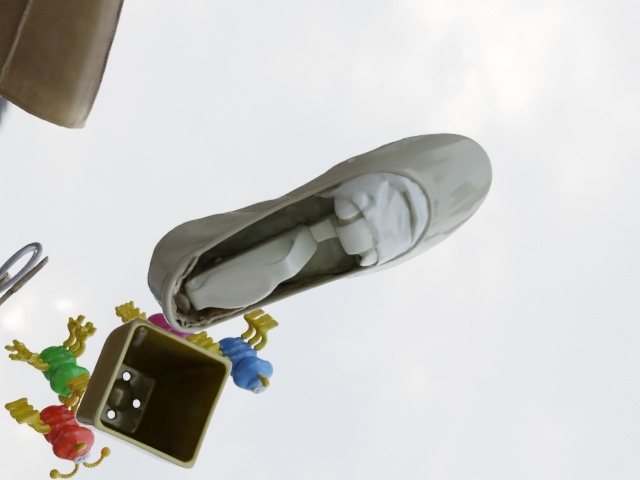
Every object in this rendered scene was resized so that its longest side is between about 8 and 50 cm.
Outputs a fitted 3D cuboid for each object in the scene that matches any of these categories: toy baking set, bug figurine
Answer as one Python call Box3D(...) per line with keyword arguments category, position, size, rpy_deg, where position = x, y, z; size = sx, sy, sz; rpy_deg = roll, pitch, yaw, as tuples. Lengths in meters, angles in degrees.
Box3D(category="toy baking set", position=(-0.356, 0.077, 1.931), size=(0.030, 0.197, 0.256), rpy_deg=(47, -29, -9))
Box3D(category="bug figurine", position=(-0.184, 0.133, 1.988), size=(0.216, 0.279, 0.072), rpy_deg=(43, -32, 56))

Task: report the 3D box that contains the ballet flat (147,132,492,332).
Box3D(category="ballet flat", position=(0.000, 0.000, 1.336), size=(0.086, 0.248, 0.086), rpy_deg=(-22, 90, -82))

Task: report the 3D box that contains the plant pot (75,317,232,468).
Box3D(category="plant pot", position=(-0.125, 0.107, 1.389), size=(0.083, 0.081, 0.081), rpy_deg=(-8, -122, 62))

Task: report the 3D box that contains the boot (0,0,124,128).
Box3D(category="boot", position=(-0.270, -0.274, 1.858), size=(0.236, 0.089, 0.269), rpy_deg=(33, -70, 25))
